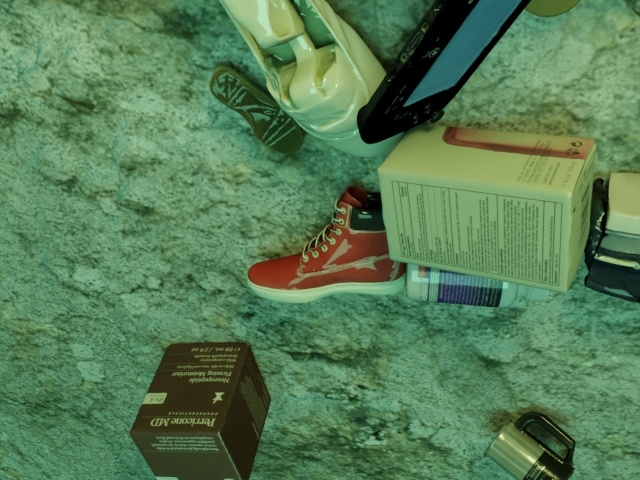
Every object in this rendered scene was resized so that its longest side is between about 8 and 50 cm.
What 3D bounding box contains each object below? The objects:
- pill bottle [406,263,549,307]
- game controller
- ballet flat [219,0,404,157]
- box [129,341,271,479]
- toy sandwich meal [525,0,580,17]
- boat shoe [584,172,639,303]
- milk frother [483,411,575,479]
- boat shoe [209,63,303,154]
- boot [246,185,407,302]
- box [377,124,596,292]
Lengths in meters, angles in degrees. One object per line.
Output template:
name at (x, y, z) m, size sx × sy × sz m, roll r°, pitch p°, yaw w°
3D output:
pill bottle at (0.222, 0.040, 0.973) m, size 0.194 × 0.108 × 0.108 m, roll 5°, pitch 130°, yaw 9°
game controller at (0.151, -0.221, 0.721) m, size 0.067 × 0.166 × 0.319 m, roll 45°, pitch 140°, yaw 7°
ballet flat at (-0.034, -0.228, 0.796) m, size 0.139 × 0.139 × 0.400 m, roll -21°, pitch 122°, yaw 27°
box at (-0.206, 0.313, 1.229) m, size 0.169 × 0.203 × 0.167 m, roll -4°, pitch 127°, yaw 14°
toy sandwich meal at (0.252, -0.288, 0.751) m, size 0.086 × 0.029 × 0.085 m, roll 6°, pitch 133°, yaw 6°
boat shoe at (0.511, 0.012, 0.890) m, size 0.341 × 0.127 × 0.158 m, roll 11°, pitch 135°, yaw 15°
milk frother at (0.388, 0.386, 1.236) m, size 0.135 × 0.129 × 0.143 m, roll 38°, pitch 169°, yaw 26°
boat shoe at (-0.082, -0.176, 0.912) m, size 0.153 × 0.048 × 0.056 m, roll 35°, pitch 115°, yaw -25°
boot at (0.000, 0.000, 1.008) m, size 0.244 × 0.088 × 0.176 m, roll -6°, pitch 127°, yaw 7°
box at (0.207, -0.046, 0.852) m, size 0.232 × 0.127 × 0.148 m, roll 11°, pitch 132°, yaw 28°
